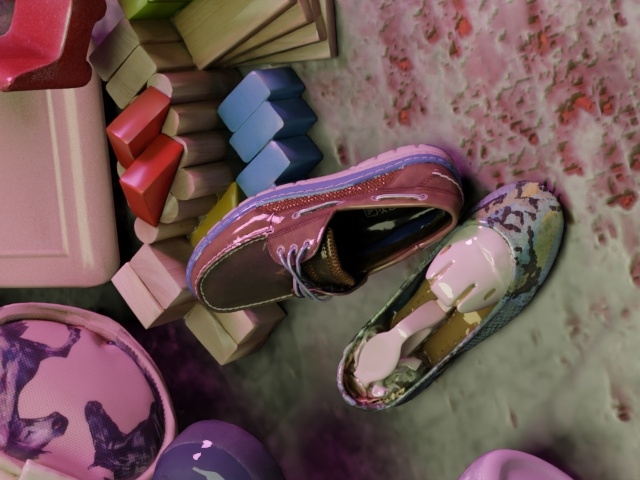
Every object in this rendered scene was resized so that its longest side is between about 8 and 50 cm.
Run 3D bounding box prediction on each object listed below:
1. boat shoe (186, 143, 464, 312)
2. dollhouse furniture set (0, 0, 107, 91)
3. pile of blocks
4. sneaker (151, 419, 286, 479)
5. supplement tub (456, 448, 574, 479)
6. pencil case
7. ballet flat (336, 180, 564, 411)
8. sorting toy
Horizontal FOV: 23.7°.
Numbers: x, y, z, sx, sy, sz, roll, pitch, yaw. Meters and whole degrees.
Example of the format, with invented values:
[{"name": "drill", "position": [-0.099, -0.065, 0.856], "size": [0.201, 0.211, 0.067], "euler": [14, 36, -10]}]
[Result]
[{"name": "boat shoe", "position": [0.000, 0.000, 0.926], "size": [0.183, 0.066, 0.066], "euler": [-27, 119, 11]}, {"name": "dollhouse furniture set", "position": [-0.298, -0.132, 0.986], "size": [0.374, 0.152, 0.201], "euler": [-19, 79, 42]}, {"name": "pile of blocks", "position": [-0.077, -0.095, 0.969], "size": [0.149, 0.112, 0.362], "euler": [-4, 97, 32]}, {"name": "sneaker", "position": [-0.081, 0.271, 0.906], "size": [0.112, 0.131, 0.319], "euler": [7, 102, 31]}, {"name": "supplement tub", "position": [0.087, 0.227, 0.924], "size": [0.117, 0.117, 0.190], "euler": [46, 118, 16]}, {"name": "pencil case", "position": [-0.263, 0.202, 1.071], "size": [0.410, 0.160, 0.183], "euler": [-44, 34, 37]}, {"name": "ballet flat", "position": [0.075, 0.041, 0.930], "size": [0.070, 0.070, 0.188], "euler": [46, 118, 16]}, {"name": "sorting toy", "position": [-0.232, -0.058, 1.109], "size": [0.196, 0.047, 0.348], "euler": [-2, 97, 27]}]
